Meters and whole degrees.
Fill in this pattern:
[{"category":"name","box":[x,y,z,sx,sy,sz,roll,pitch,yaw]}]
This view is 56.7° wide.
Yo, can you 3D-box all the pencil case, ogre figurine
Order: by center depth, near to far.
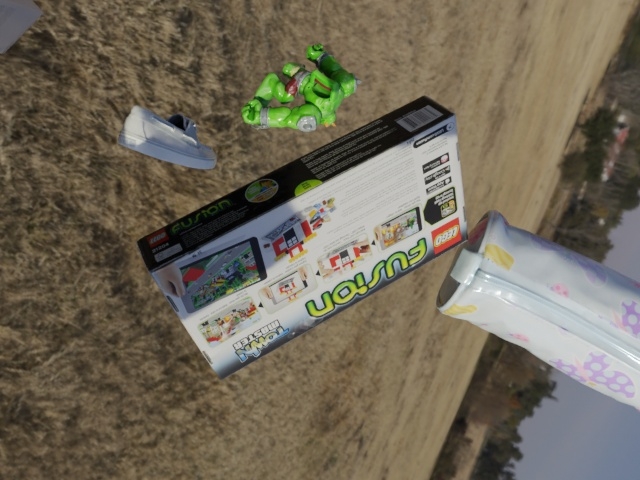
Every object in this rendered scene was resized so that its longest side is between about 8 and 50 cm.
[{"category":"pencil case","box":[0.247,0.077,0.555,0.113,0.273,0.124,-64,175,25]},{"category":"ogre figurine","box":[-0.023,-0.234,0.938,0.197,0.118,0.096,-36,147,-44]}]

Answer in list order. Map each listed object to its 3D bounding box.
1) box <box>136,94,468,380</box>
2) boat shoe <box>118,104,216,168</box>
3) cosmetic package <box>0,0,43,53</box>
[{"category":"box","box":[0.000,0.000,0.394,0.207,0.036,0.114,-28,133,-11]},{"category":"boat shoe","box":[-0.194,-0.138,0.789,0.184,0.066,0.063,7,105,-62]},{"category":"cosmetic package","box":[-0.755,-0.519,1.253,0.155,0.197,0.365,-43,-159,4]}]
